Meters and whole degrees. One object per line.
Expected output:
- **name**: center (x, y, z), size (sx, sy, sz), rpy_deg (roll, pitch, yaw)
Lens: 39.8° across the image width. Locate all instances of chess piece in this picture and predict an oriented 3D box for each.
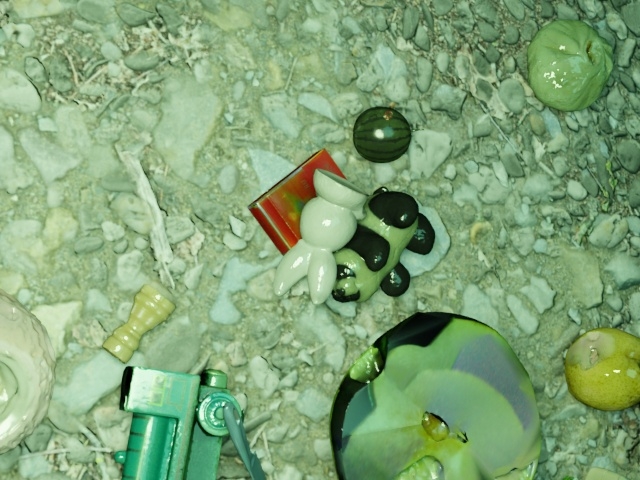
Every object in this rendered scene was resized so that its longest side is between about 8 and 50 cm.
- **chess piece**: center (-0.292, 0.136, 1.414), size (0.066, 0.066, 0.122), rpy_deg (39, 73, -15)

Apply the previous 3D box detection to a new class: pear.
- **pear**: center (0.569, 0.253, 1.731), size (0.178, 0.178, 0.178), rpy_deg (4, 81, -24)
- **pear**: center (0.173, 0.328, 1.537), size (0.399, 0.165, 0.398), rpy_deg (4, 81, -24)

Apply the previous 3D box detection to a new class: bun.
- **bun**: center (0.521, -0.365, 1.831), size (0.196, 0.118, 0.195), rpy_deg (2, 85, -24)

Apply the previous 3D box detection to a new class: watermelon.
- **watermelon**: center (0.125, -0.195, 1.624), size (0.133, 0.105, 0.105), rpy_deg (-5, 84, -5)

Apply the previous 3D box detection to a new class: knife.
- **knife**: center (-0.107, 0.354, 1.393), size (0.044, 0.019, 0.313), rpy_deg (-76, 158, -49)

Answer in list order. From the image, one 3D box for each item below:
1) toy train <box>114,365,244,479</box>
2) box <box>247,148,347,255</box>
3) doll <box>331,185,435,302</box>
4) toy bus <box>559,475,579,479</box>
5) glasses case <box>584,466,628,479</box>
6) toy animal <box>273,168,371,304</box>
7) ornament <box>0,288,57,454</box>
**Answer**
- **toy train**: center (-0.235, 0.343, 1.382), size (0.194, 0.120, 0.298), rpy_deg (12, 78, -15)
- **box**: center (-0.030, -0.068, 1.569), size (0.175, 0.048, 0.112), rpy_deg (-40, 102, -25)
- **doll**: center (0.101, 0.013, 1.573), size (0.234, 0.135, 0.143), rpy_deg (-59, 142, -18)
- **toy bus**: center (0.469, 0.495, 1.719), size (0.083, 0.037, 0.031), rpy_deg (-39, 99, -24)
- **glasses case**: center (0.516, 0.600, 1.689), size (0.131, 0.070, 0.312), rpy_deg (43, 66, -34)
- **toy animal**: center (0.003, -0.001, 1.504), size (0.104, 0.131, 0.220), rpy_deg (23, 98, 7)
- **ornament**: center (-0.501, 0.179, 1.214), size (0.259, 0.225, 0.259), rpy_deg (-11, 108, -37)
